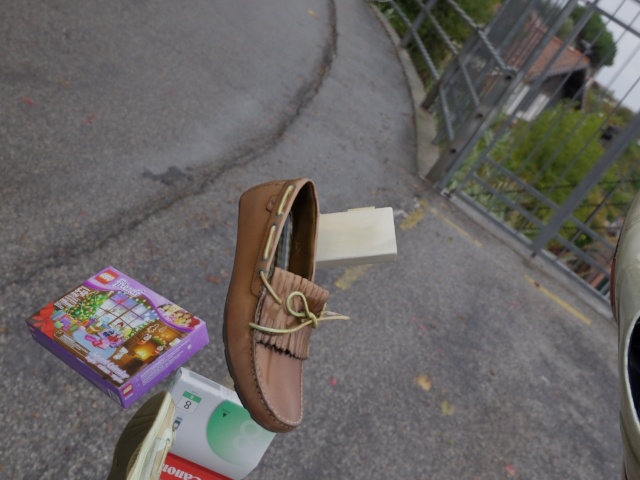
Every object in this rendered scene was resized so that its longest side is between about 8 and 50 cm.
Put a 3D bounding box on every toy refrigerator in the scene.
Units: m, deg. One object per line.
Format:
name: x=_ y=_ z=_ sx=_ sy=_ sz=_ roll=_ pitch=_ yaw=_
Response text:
toy refrigerator: x=0.000 y=0.000 z=1.222 sx=0.269 sy=0.094 sz=0.102 roll=-6 pitch=-10 yaw=5

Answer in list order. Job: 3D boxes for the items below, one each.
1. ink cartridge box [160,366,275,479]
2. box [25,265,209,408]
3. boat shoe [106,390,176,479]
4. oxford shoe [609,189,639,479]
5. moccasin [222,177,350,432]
ink cartridge box: x=-0.197 y=0.338 z=1.066 sx=0.181 sy=0.225 sz=0.056 roll=29 pitch=4 yaw=-15
box: x=-0.384 y=0.170 z=1.259 sx=0.293 sy=0.057 sz=0.201 roll=23 pitch=44 yaw=32
boat shoe: x=-0.174 y=0.223 z=0.663 sx=0.048 sy=0.056 sz=0.153 roll=45 pitch=35 yaw=-28
oxford shoe: x=0.338 y=0.068 z=0.607 sx=0.147 sy=0.140 sz=0.397 roll=61 pitch=34 yaw=-43
moccasin: x=-0.047 y=0.081 z=0.967 sx=0.139 sy=0.146 sz=0.380 roll=41 pitch=43 yaw=-44
